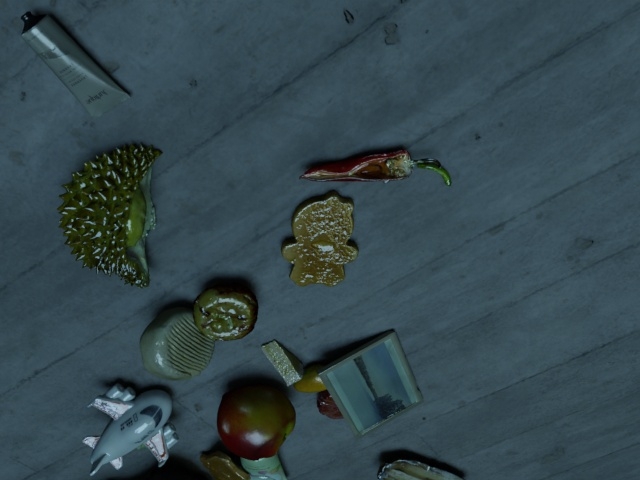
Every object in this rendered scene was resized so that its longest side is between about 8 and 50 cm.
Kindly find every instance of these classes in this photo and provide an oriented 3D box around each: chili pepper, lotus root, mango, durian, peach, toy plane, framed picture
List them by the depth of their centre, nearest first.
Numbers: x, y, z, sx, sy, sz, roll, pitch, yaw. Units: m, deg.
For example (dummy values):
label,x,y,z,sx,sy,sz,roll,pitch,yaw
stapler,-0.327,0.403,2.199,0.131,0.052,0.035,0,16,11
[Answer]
label,x,y,z,sx,sy,sz,roll,pitch,yaw
chili pepper,0.093,-0.136,0.969,0.268,0.050,0.059,-7,104,4
durian,-0.394,-0.031,0.978,0.172,0.166,0.306,17,121,22
chili pepper,0.227,-0.131,0.999,0.083,0.017,0.030,31,119,-22
peach,-0.170,0.452,1.285,0.197,0.197,0.197,-1,124,-2
mango,-0.017,0.353,1.295,0.114,0.057,0.079,-22,130,16
toy plane,-0.482,0.480,1.299,0.252,0.118,0.252,-2,101,-13
framed picture,0.136,0.376,1.307,0.213,0.016,0.289,-28,123,-4
lotus root,0.302,0.739,1.570,0.329,0.078,0.167,32,94,-20

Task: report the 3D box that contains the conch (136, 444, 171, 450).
label,x,y,z,sx,sy,sz,roll,pitch,yaw
conch,-0.486,0.528,1.385,0.180,0.065,0.088,26,121,-9

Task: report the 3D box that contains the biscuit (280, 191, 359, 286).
label,x,y,z,sx,sy,sz,roll,pitch,yaw
biscuit,0.000,0.000,1.067,0.166,0.036,0.225,0,122,-4

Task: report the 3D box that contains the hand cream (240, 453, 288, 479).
label,x,y,z,sx,sy,sz,roll,pitch,yaw
hand cream,-0.174,0.632,1.470,0.147,0.093,0.305,0,133,3

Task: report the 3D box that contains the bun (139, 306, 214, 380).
label,x,y,z,sx,sy,sz,roll,pitch,yaw
bun,-0.331,0.235,1.160,0.113,0.167,0.173,6,121,38

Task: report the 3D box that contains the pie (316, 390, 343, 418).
label,x,y,z,sx,sy,sz,roll,pitch,yaw
pie,0.064,0.428,1.361,0.154,0.038,0.153,-3,125,-4

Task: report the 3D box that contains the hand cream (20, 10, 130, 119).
label,x,y,z,sx,sy,sz,roll,pitch,yaw
hand cream,-0.411,-0.290,0.842,0.087,0.054,0.186,-24,129,18

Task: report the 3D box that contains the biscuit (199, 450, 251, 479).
label,x,y,z,sx,sy,sz,roll,pitch,yaw
biscuit,-0.277,0.669,1.485,0.162,0.035,0.250,26,138,12

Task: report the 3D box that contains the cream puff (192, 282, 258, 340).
label,x,y,z,sx,sy,sz,roll,pitch,yaw
cream puff,-0.209,0.151,1.129,0.149,0.084,0.149,-3,116,-7

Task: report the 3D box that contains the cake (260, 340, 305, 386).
label,x,y,z,sx,sy,sz,roll,pitch,yaw
cake,-0.093,0.297,1.255,0.052,0.065,0.121,-35,112,16

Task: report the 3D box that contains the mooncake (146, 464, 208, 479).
label,x,y,z,sx,sy,sz,roll,pitch,yaw
mooncake,-0.481,0.831,1.505,0.381,0.212,0.350,-20,128,7
